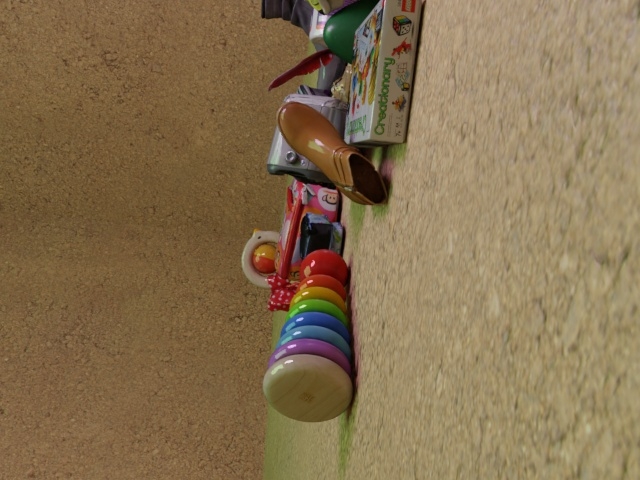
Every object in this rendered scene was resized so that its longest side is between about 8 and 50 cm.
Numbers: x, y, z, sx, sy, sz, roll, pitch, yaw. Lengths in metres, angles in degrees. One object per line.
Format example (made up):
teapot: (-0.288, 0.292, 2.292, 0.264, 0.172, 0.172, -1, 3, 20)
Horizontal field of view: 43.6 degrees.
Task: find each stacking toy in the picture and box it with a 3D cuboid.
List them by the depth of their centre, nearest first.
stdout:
stacking toy: (-0.004, 0.133, 1.341, 0.330, 0.141, 0.141, -81, 2, -49)

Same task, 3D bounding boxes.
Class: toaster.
toaster: (0.004, -0.171, 1.415, 0.227, 0.129, 0.146, 8, -87, -64)

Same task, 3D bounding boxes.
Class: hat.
hat: (0.011, -0.377, 1.435, 0.208, 0.184, 0.173, -91, 10, -53)

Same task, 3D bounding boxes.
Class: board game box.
board game box: (0.085, -0.238, 1.190, 0.305, 0.053, 0.193, -136, 52, -83)

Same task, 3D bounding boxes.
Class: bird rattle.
bird rattle: (-0.121, 0.070, 2.246, 0.143, 0.207, 0.253, -17, -56, -76)

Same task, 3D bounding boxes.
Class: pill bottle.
pill bottle: (0.040, -0.516, 1.705, 0.108, 0.108, 0.193, -158, 75, -84)

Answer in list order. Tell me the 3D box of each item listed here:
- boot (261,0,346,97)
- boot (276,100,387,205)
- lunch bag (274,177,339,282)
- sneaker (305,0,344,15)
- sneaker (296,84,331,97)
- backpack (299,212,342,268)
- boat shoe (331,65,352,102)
boot: (-0.038, -0.519, 1.905, 0.118, 0.223, 0.338, -102, 19, -71)
boot: (0.022, -0.130, 1.180, 0.073, 0.197, 0.152, -48, 15, 1)
lunch bag: (-0.023, -0.052, 1.792, 0.293, 0.120, 0.258, -105, 27, -77)
sneaker: (0.066, -0.504, 1.287, 0.147, 0.145, 0.385, 55, 153, -6)
sneaker: (0.024, -0.273, 1.824, 0.223, 0.098, 0.083, 66, 146, 29)
backpack: (0.000, 0.000, 1.598, 0.114, 0.084, 0.105, -110, 26, -69)
boat shoe: (0.045, -0.322, 1.733, 0.135, 0.045, 0.050, 103, 171, -50)
